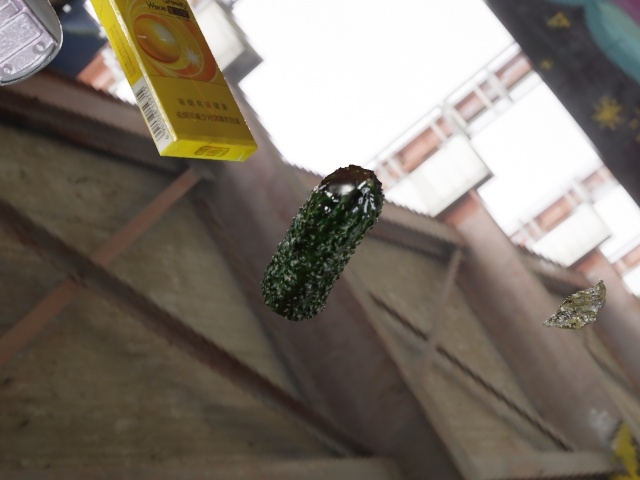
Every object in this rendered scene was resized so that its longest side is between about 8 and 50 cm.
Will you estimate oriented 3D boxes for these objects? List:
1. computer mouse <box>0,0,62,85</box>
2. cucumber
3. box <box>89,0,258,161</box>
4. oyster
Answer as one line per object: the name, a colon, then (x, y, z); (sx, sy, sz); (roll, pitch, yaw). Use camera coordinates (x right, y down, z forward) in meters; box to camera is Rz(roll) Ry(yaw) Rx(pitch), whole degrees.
computer mouse: (-0.404, -0.290, 1.482); (0.245, 0.126, 0.056); (52, -173, -34)
cucumber: (0.000, 0.000, 1.551); (0.096, 0.096, 0.359); (55, 158, 13)
box: (-0.190, -0.222, 1.629); (0.152, 0.043, 0.269); (0, -122, -53)
oyster: (0.313, 0.084, 1.554); (0.083, 0.081, 0.038); (86, 159, -72)
